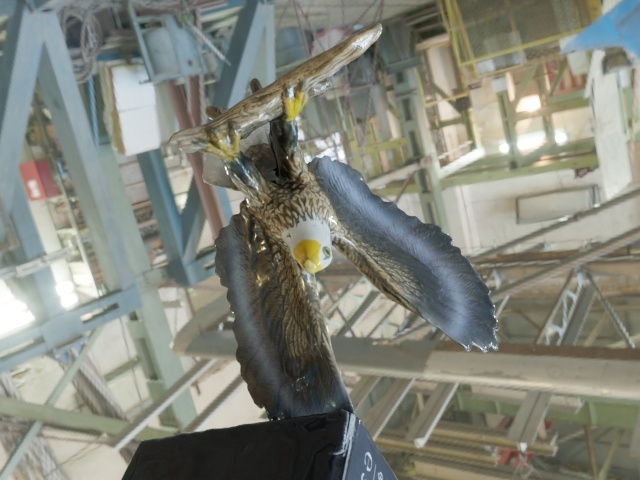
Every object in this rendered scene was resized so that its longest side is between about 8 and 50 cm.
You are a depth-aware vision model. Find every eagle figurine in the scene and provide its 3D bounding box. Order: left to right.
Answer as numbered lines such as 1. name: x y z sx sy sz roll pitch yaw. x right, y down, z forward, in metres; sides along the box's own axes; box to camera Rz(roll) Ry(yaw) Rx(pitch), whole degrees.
1. eagle figurine: -0.002 0.006 0.542 0.226 0.298 0.225 -13 -153 35

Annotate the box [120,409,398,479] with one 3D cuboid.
1. box: -0.010 0.378 0.453 0.212 0.395 0.293 -15 -148 23
